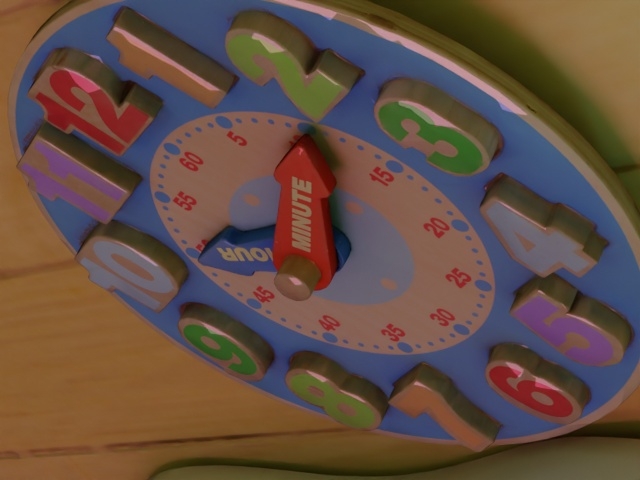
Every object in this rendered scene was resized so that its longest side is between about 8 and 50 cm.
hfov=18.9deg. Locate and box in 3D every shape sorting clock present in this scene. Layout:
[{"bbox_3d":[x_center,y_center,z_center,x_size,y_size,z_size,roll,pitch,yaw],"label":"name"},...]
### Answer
[{"bbox_3d":[0.000,0.000,0.567,0.206,0.040,0.206,21,146,15],"label":"shape sorting clock"}]

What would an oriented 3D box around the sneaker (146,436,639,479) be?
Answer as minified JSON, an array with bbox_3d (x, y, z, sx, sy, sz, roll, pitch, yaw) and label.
[{"bbox_3d":[0.039,0.165,0.654,0.366,0.150,0.135,-11,129,45],"label":"sneaker"}]
